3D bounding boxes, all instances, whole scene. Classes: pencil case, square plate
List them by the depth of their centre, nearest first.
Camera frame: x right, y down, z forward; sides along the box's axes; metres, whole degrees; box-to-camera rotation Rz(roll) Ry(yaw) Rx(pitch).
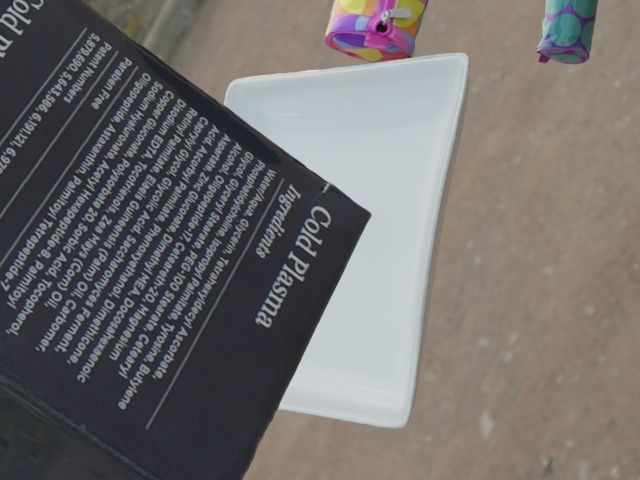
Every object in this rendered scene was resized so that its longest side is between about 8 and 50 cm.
[{"bbox_3d":[0.000,0.000,1.428,0.344,0.049,0.347,0,76,46],"label":"square plate"},{"bbox_3d":[0.079,-0.290,1.486,0.104,0.104,0.236,-11,62,67],"label":"pencil case"},{"bbox_3d":[0.293,-0.287,1.729,0.070,0.064,0.152,0,80,49],"label":"pencil case"}]

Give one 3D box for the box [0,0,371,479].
[{"bbox_3d":[-0.210,0.028,0.681,0.343,0.312,0.179,-40,18,49],"label":"box"}]
